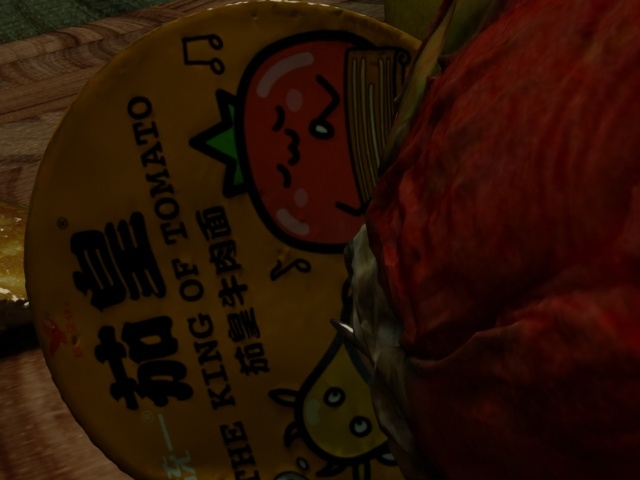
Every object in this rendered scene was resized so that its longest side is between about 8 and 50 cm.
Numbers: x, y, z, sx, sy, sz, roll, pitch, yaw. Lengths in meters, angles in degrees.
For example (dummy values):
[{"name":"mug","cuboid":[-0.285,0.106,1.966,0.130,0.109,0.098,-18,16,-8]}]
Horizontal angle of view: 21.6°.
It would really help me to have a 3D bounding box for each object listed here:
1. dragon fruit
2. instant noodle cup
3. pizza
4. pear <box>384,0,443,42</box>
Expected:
[{"name":"dragon fruit","cuboid":[0.166,-0.010,0.472,0.343,0.277,0.277,-11,14,3]},{"name":"instant noodle cup","cuboid":[0.000,0.000,0.734,0.216,0.215,0.172,-10,8,13]},{"name":"pizza","cuboid":[-0.222,0.035,1.075,0.147,0.069,0.226,12,22,8]},{"name":"pear","cuboid":[0.143,-0.202,1.400,0.200,0.200,0.200,-12,14,3]}]
